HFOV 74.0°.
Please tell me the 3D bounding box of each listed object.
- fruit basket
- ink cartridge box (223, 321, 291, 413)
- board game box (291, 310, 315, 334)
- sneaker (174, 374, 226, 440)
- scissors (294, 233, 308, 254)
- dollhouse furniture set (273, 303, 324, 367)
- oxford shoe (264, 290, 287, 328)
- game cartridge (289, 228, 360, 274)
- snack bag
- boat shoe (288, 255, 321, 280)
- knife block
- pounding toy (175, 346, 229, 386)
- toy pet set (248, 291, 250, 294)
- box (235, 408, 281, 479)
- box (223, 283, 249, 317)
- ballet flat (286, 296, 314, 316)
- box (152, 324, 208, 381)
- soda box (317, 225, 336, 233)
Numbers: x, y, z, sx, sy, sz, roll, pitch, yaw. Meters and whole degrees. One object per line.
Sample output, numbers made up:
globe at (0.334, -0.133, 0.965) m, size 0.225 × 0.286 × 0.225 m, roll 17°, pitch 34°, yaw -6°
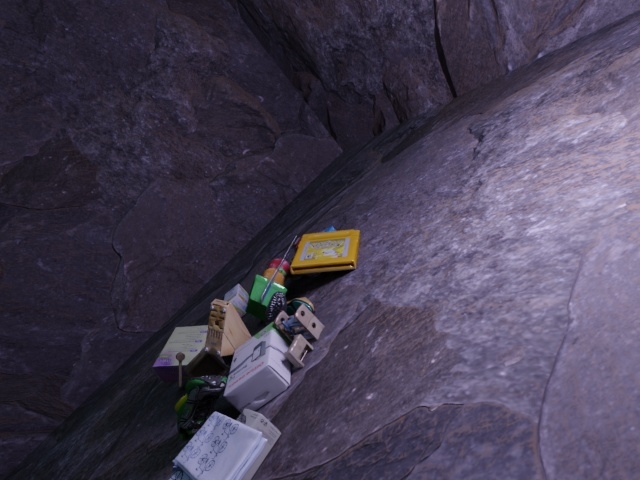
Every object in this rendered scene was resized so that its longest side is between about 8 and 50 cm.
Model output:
fruit basket at (-0.202, 0.185, 1.956) m, size 0.353 × 0.166 × 0.327 m, roll -57°, pitch -2°, yaw -33°
ink cartridge box at (-0.212, 0.442, 1.492) m, size 0.198 × 0.114 × 0.273 m, roll -38°, pitch 17°, yaw 9°
board game box at (-0.109, 0.323, 1.743) m, size 0.126 × 0.026 × 0.186 m, roll -47°, pitch 18°, yaw -22°
sneaker at (-0.408, 0.577, 1.470) m, size 0.343 × 0.134 × 0.146 m, roll -58°, pitch 37°, yaw 37°
scissors at (-0.141, 0.046, 2.577) m, size 0.109 × 0.021 × 0.297 m, roll -28°, pitch 21°, yaw 28°
dollhouse furniture set at (-0.103, 0.339, 1.497) m, size 0.129 × 0.129 × 0.183 m, roll -26°, pitch 21°, yaw 41°
oxford shoe at (-0.189, 0.314, 1.693) m, size 0.096 × 0.083 × 0.227 m, roll 166°, pitch 116°, yaw -74°
game cartridge at (0.029, 0.042, 1.916) m, size 0.286 × 0.052 × 0.323 m, roll -6°, pitch 27°, yaw 11°
snack bag at (-0.318, 0.611, 1.081) m, size 0.323 × 0.037 × 0.342 m, roll -12°, pitch 32°, yaw 54°
boat shoe at (-0.091, 0.114, 2.094) m, size 0.325 × 0.116 × 0.123 m, roll -17°, pitch 28°, yaw 54°
knife block at (-0.335, 0.372, 1.683) m, size 0.088 × 0.275 × 0.242 m, roll 6°, pitch -2°, yaw 31°
pounding toy at (-0.530, 0.537, 1.790) m, size 0.181 × 0.206 × 0.094 m, roll -47°, pitch 17°, yaw -21°
toy pet set at (-0.351, 0.243, 2.401) m, size 0.114 × 0.065 × 0.122 m, roll -16°, pitch 19°, yaw 45°
box at (-0.239, 0.606, 1.153) m, size 0.113 × 0.094 × 0.275 m, roll -17°, pitch 28°, yaw 52°
box at (-0.454, 0.336, 2.320) m, size 0.103 × 0.114 × 0.203 m, roll -39°, pitch 14°, yaw 1°
ballet flat at (-0.086, 0.256, 1.690) m, size 0.073 × 0.080 × 0.232 m, roll -38°, pitch 13°, yaw -37°
box at (-0.618, 0.529, 1.995) m, size 0.214 × 0.117 × 0.242 m, roll -7°, pitch 33°, yaw 17°
soda box at (0.000, 0.000, 2.278) m, size 0.210 × 0.071 × 0.067 m, roll -25°, pitch 22°, yaw 42°
